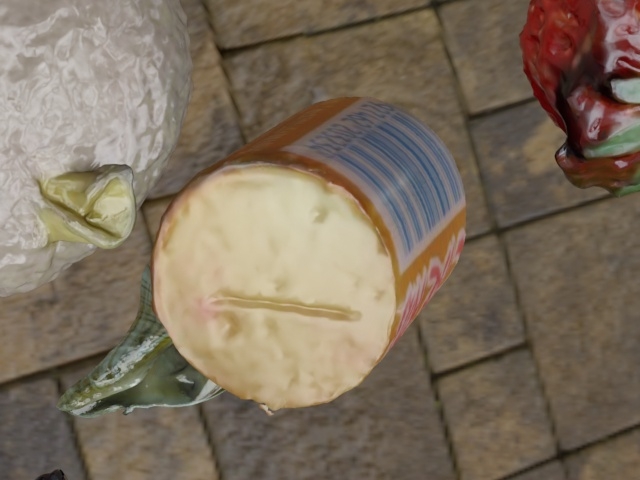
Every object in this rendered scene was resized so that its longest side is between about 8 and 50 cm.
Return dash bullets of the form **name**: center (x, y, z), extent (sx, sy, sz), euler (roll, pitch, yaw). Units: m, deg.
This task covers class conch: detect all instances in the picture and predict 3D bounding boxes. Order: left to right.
- **conch**: center (-0.136, 0.079, 1.879), extent (0.203, 0.386, 0.169), euler (45, 28, -18)

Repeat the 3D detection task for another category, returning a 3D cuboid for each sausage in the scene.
- **sausage**: center (0.000, 0.000, 1.508), extent (0.233, 0.287, 0.233), euler (5, 107, 15)

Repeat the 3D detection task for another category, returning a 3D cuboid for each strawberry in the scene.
- **strawberry**: center (0.303, -0.204, 1.329), extent (0.291, 0.292, 0.310), euler (6, 57, -23)

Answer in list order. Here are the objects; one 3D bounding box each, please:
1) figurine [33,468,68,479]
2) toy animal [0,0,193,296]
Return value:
- **figurine**: center (-0.323, 0.322, 1.276), extent (0.332, 0.185, 0.204), euler (-15, 130, -17)
- **toy animal**: center (-0.203, -0.108, 1.103), extent (0.226, 0.188, 0.358), euler (28, 80, -8)
